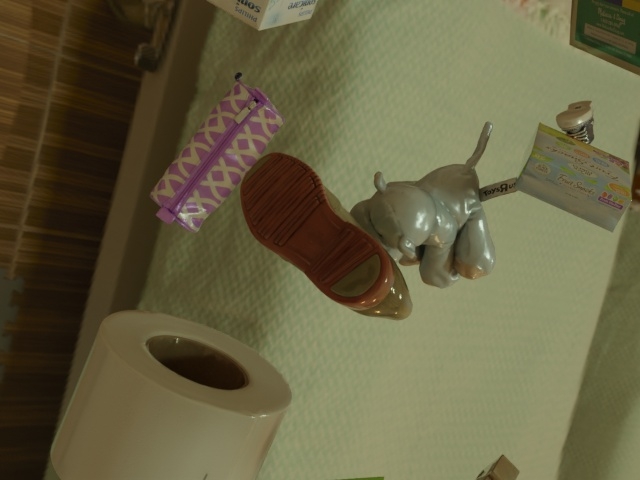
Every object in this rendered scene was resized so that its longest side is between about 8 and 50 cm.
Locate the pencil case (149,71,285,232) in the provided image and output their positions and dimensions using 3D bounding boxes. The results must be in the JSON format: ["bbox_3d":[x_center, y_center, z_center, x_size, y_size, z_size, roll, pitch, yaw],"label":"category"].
[{"bbox_3d":[-0.130,-0.107,1.121,0.086,0.088,0.206,36,93,-11],"label":"pencil case"}]

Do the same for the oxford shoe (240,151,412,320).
[{"bbox_3d":[0.000,0.000,1.398,0.140,0.397,0.146,-44,138,5],"label":"oxford shoe"}]

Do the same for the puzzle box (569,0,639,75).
[{"bbox_3d":[0.286,-0.217,0.554,0.052,0.409,0.272,-9,117,-12],"label":"puzzle box"}]

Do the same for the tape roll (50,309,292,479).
[{"bbox_3d":[-0.177,0.213,1.057,0.246,0.246,0.169,12,107,-47],"label":"tape roll"}]

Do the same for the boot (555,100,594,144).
[{"bbox_3d":[0.529,-0.228,1.799,0.190,0.069,0.086,-35,117,-57],"label":"boot"}]

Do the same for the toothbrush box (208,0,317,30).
[{"bbox_3d":[-0.060,-0.548,1.589,0.216,0.126,0.295,-36,156,-59],"label":"toothbrush box"}]

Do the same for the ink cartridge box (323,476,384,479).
[{"bbox_3d":[0.021,0.634,1.979,0.255,0.097,0.188,-2,123,-12],"label":"ink cartridge box"}]

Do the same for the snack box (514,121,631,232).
[{"bbox_3d":[0.426,-0.111,1.476,0.207,0.175,0.070,-54,168,-61],"label":"snack box"}]

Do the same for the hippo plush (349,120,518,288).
[{"bbox_3d":[0.177,-0.016,1.492,0.237,0.294,0.234,-22,83,-49],"label":"hippo plush"}]

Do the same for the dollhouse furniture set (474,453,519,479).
[{"bbox_3d":[0.335,0.633,1.674,0.198,0.303,0.286,-34,166,-52],"label":"dollhouse furniture set"}]
